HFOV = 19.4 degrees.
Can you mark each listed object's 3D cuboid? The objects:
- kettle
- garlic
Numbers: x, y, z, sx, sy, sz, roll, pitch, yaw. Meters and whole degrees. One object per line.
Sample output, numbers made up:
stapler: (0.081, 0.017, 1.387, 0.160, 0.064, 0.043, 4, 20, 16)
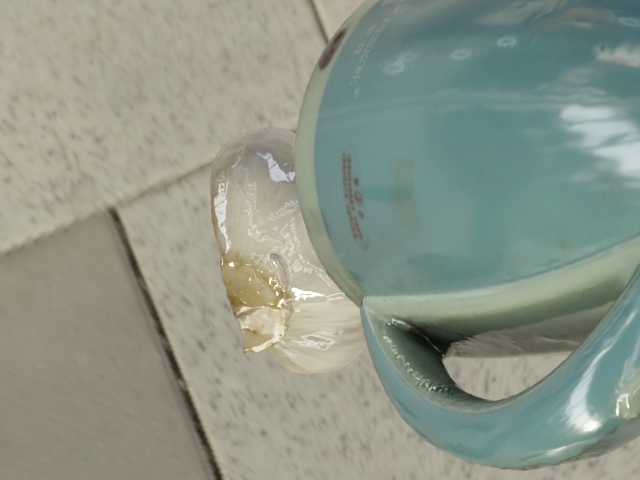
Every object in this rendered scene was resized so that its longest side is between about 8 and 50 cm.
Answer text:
kettle: (0.151, -0.017, 1.026, 0.247, 0.342, 0.319, 34, 77, -23)
garlic: (0.000, 0.000, 1.623, 0.143, 0.229, 0.178, -13, 30, 32)
